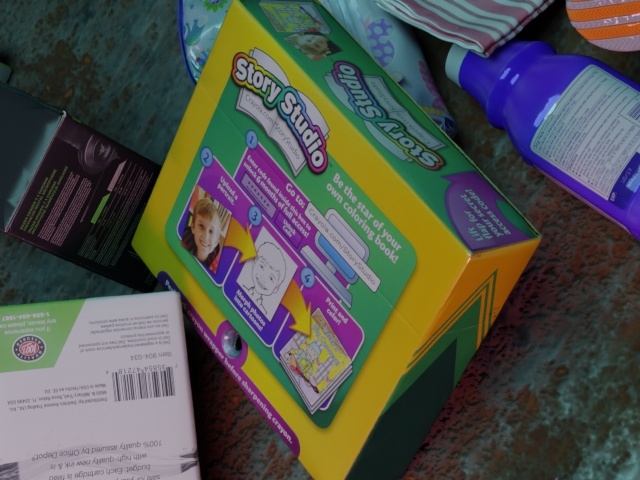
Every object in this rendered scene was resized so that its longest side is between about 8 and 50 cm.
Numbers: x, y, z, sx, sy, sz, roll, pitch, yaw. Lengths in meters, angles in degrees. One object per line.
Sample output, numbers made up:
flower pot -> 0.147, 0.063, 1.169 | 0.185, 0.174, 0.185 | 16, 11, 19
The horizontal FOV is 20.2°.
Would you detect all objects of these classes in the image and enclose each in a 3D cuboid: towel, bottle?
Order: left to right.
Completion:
towel -> 0.161, -0.258, 1.732 | 0.144, 0.029, 0.197 | 30, 56, 29
bottle -> 0.238, -0.109, 1.666 | 0.283, 0.092, 0.118 | 37, 90, 31

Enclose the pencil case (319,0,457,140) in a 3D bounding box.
pencil case -> 0.036, -0.195, 1.780 | 0.113, 0.124, 0.273 | -30, 63, 20

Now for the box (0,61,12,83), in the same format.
box -> -0.428, -0.155, 2.056 | 0.109, 0.042, 0.178 | 22, 86, 30

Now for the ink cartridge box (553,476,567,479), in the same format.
ink cartridge box -> 0.207, 0.316, 1.536 | 0.176, 0.127, 0.128 | -49, 59, 6

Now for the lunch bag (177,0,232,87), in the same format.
lunch bag -> -0.079, -0.185, 1.834 | 0.096, 0.129, 0.151 | -10, 70, 25

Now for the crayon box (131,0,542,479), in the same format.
crayon box -> 0.000, 0.000, 1.674 | 0.363, 0.106, 0.313 | 49, 130, 29

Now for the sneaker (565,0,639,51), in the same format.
sneaker -> 0.382, -0.266, 1.587 | 0.321, 0.124, 0.180 | 0, 37, 23

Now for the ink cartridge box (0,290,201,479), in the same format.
ink cartridge box -> -0.224, 0.196, 1.723 | 0.198, 0.115, 0.273 | -4, 83, -16

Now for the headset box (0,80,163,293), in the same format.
headset box -> -0.305, -0.078, 1.831 | 0.246, 0.283, 0.131 | 26, 88, 32
